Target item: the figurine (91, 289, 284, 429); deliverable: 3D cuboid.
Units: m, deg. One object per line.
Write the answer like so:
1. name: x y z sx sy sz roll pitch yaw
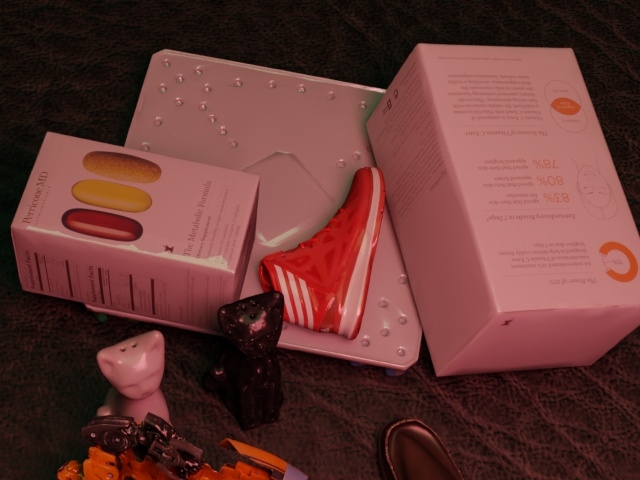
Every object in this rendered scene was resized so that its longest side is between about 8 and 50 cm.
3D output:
1. figurine: -0.137 0.138 1.494 0.214 0.209 0.092 -19 61 -17

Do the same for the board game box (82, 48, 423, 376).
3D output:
1. board game box: -0.054 -0.039 1.713 0.390 0.050 0.390 11 57 1

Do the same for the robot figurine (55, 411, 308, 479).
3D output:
1. robot figurine: -0.125 0.275 1.431 0.291 0.211 0.085 20 29 5

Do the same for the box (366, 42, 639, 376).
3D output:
1. box: 0.214 -0.038 1.630 0.215 0.168 0.345 -1 62 -24

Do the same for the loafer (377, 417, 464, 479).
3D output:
1. loafer: 0.131 0.277 1.512 0.080 0.078 0.220 -19 61 -17

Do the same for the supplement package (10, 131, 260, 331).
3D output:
1. supplement package: -0.201 -0.008 1.567 0.244 0.134 0.139 11 57 1

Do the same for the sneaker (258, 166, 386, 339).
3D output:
1. sneaker: 0.000 0.000 1.613 0.128 0.087 0.221 11 56 -1
